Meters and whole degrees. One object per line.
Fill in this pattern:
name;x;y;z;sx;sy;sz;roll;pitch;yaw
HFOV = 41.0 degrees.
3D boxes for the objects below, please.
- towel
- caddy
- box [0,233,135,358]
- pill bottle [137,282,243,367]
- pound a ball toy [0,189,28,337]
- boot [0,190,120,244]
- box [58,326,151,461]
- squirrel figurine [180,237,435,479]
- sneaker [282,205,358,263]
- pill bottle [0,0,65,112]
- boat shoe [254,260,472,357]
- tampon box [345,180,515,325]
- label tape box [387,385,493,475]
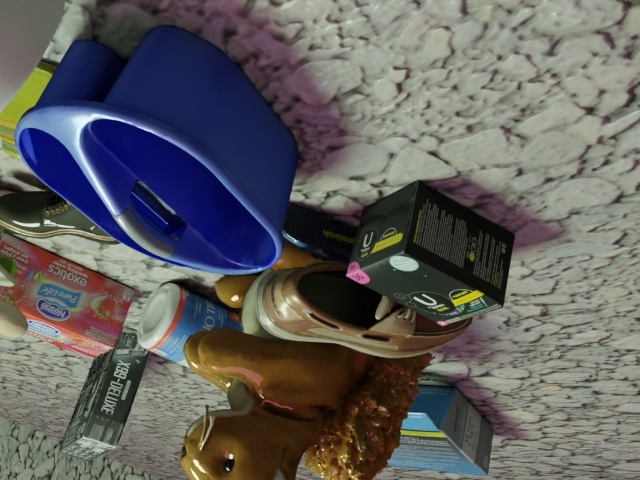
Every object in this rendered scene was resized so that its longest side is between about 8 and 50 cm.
towel;-0.362;-0.155;1.071;0.102;0.021;0.237;16;154;-5
caddy;-0.173;-0.074;0.955;0.241;0.179;0.341;-2;149;29
box;-0.485;0.106;1.538;0.257;0.122;0.128;28;150;-24
pill bottle;-0.200;0.172;1.522;0.222;0.124;0.124;29;151;-28
pound a ball toy;-0.579;0.010;1.301;0.319;0.208;0.135;10;154;12
boot;-0.367;-0.060;1.211;0.198;0.076;0.137;4;155;-10
box;-0.469;0.341;1.865;0.077;0.242;0.307;24;152;-17
squirrel figurine;-0.019;0.243;1.282;0.397;0.370;0.281;26;152;-22
sneaker;0.000;0.000;1.154;0.144;0.053;0.059;23;155;-15
pill bottle;-0.417;-0.255;0.672;0.224;0.224;0.392;-11;144;42
boat shoe;0.078;0.090;1.152;0.325;0.123;0.116;3;162;-27
tampon box;0.137;0.020;1.064;0.161;0.101;0.120;27;151;-23
label tape box;0.171;0.356;1.709;0.249;0.115;0.347;-2;147;31
